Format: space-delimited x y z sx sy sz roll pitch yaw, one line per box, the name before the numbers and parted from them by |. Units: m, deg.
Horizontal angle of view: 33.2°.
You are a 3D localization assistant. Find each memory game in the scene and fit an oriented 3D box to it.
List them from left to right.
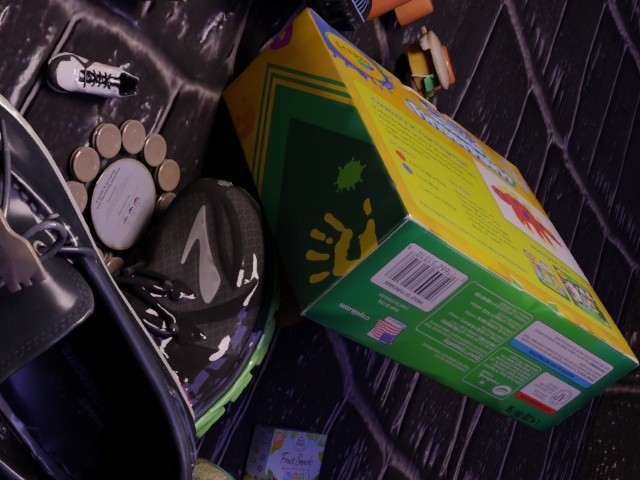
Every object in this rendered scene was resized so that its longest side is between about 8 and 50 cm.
memory game | -0.213 -0.038 1.150 0.186 0.012 0.186 -21 116 -54

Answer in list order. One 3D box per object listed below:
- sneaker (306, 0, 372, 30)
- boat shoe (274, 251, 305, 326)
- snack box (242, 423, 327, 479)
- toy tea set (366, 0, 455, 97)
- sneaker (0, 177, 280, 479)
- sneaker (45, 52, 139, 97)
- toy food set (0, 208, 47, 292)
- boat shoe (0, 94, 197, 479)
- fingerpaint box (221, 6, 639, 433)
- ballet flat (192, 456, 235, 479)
sneaker | 0.022 -0.290 1.257 0.232 0.081 0.090 -42 131 -72
boat shoe | 0.000 0.000 1.430 0.104 0.111 0.307 -57 176 36
snack box | -0.049 0.308 1.474 0.141 0.037 0.100 22 78 -57
toy tea set | 0.098 -0.308 1.518 0.200 0.124 0.336 -90 161 -50
sneaker | -0.198 0.114 1.044 0.483 0.185 0.202 -59 144 -28
sneaker | -0.226 -0.163 1.070 0.109 0.044 0.040 -4 103 -56
toy food set | -0.289 0.015 0.685 0.038 0.192 0.132 -80 145 -73
boat shoe | -0.244 0.040 0.790 0.187 0.156 0.500 -34 117 -5
fingerpaint box | 0.125 -0.013 1.268 0.445 0.163 0.371 29 28 -40
ballet flat | -0.154 0.435 1.269 0.123 0.123 0.348 8 91 -58
